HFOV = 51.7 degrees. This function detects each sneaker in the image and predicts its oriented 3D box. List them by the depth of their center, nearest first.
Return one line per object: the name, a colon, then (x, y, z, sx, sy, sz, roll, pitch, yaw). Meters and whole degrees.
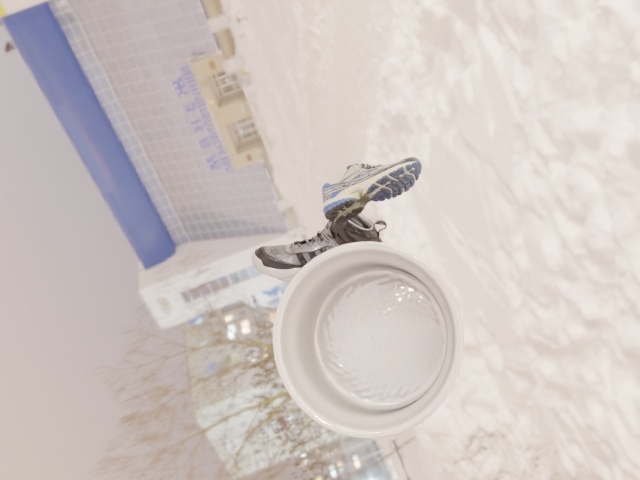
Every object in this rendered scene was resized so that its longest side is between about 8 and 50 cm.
sneaker: (0.058, -0.077, 0.822, 0.052, 0.135, 0.058, 47, -158, -56)
sneaker: (0.000, 0.000, 1.290, 0.101, 0.269, 0.153, -77, -9, -64)

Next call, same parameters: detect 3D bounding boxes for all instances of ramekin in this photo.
ramekin: (0.080, 0.147, 0.995, 0.277, 0.277, 0.135, 68, -167, 14)
